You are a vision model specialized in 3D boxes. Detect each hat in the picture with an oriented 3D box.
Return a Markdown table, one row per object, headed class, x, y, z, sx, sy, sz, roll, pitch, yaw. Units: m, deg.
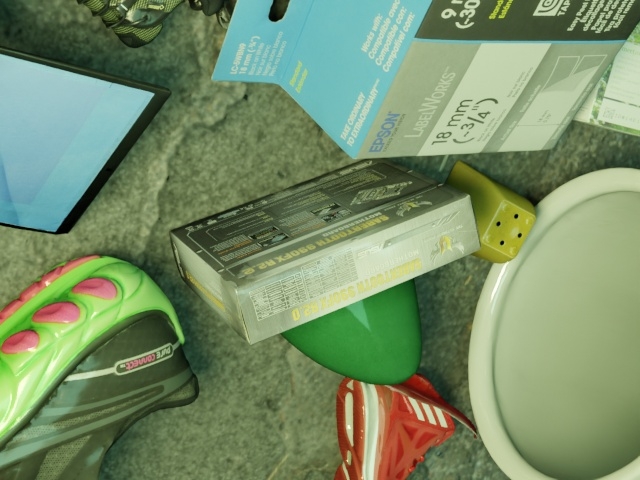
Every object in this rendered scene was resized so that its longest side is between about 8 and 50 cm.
| class | x | y | z | sx | sy | sz | roll | pitch | yaw |
| --- | --- | --- | --- | --- | --- | --- | --- | --- | --- |
| hat | 0.058 | 0.132 | 1.117 | 0.208 | 0.173 | 0.183 | -17 | 85 | -16 |

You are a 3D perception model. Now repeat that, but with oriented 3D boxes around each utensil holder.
| class | x | y | z | sx | sy | sz | roll | pitch | yaw |
| --- | --- | --- | --- | --- | --- | --- | --- | --- | --- |
| utensil holder | 0.405 | 0.137 | 1.230 | 0.385 | 0.327 | 0.327 | 18 | 98 | -30 |

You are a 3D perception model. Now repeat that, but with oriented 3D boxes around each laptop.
| class | x | y | z | sx | sy | sz | roll | pitch | yaw |
| --- | --- | --- | --- | --- | --- | --- | --- | --- | --- |
| laptop | -0.276 | -0.025 | 0.890 | 0.136 | 0.234 | 0.264 | 40 | 46 | -5 |

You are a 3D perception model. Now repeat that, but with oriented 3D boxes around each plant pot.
| class | x | y | z | sx | sy | sz | roll | pitch | yaw |
| --- | --- | --- | --- | --- | --- | --- | --- | --- | --- |
| plant pot | 0.171 | -0.022 | 1.206 | 0.081 | 0.083 | 0.081 | 26 | 93 | -29 |

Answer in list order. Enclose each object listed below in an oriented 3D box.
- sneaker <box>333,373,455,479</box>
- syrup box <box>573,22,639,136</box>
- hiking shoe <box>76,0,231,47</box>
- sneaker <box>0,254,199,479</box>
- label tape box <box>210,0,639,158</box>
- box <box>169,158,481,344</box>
| class | x | y | z | sx | sy | sz | roll | pitch | yaw |
| --- | --- | --- | --- | --- | --- | --- | --- | --- | --- |
| sneaker | 0.085 | 0.244 | 1.249 | 0.128 | 0.087 | 0.221 | -5 | 109 | -23 |
| syrup box | 0.308 | -0.231 | 1.197 | 0.093 | 0.096 | 0.237 | 9 | 100 | -29 |
| hiking shoe | -0.173 | -0.215 | 0.982 | 0.227 | 0.086 | 0.114 | -8 | 106 | -24 |
| sneaker | -0.297 | 0.227 | 1.008 | 0.483 | 0.185 | 0.202 | -41 | 114 | -7 |
| label tape box | 0.099 | -0.184 | 1.041 | 0.334 | 0.106 | 0.240 | -4 | 146 | -24 |
| box | 0.000 | 0.000 | 1.076 | 0.231 | 0.183 | 0.056 | -22 | 114 | -19 |
